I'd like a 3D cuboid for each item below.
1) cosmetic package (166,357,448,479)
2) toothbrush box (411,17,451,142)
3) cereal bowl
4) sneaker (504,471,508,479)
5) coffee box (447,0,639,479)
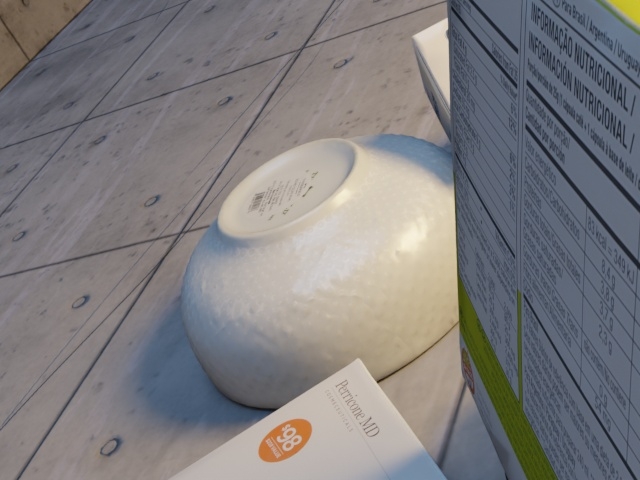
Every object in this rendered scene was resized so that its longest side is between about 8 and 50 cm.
[{"bbox_3d":[-0.015,0.264,0.710,0.284,0.097,0.377,-30,27,-5],"label":"cosmetic package"},{"bbox_3d":[0.250,-0.191,1.071,0.296,0.126,0.216,-26,-8,5],"label":"toothbrush box"},{"bbox_3d":[0.000,0.000,1.088,0.339,0.141,0.339,-23,29,14],"label":"cereal bowl"},{"bbox_3d":[0.185,0.141,0.733,0.121,0.111,0.300,-10,32,4],"label":"sneaker"},{"bbox_3d":[0.262,0.002,0.512,0.338,0.334,0.338,-8,28,-4],"label":"coffee box"}]
